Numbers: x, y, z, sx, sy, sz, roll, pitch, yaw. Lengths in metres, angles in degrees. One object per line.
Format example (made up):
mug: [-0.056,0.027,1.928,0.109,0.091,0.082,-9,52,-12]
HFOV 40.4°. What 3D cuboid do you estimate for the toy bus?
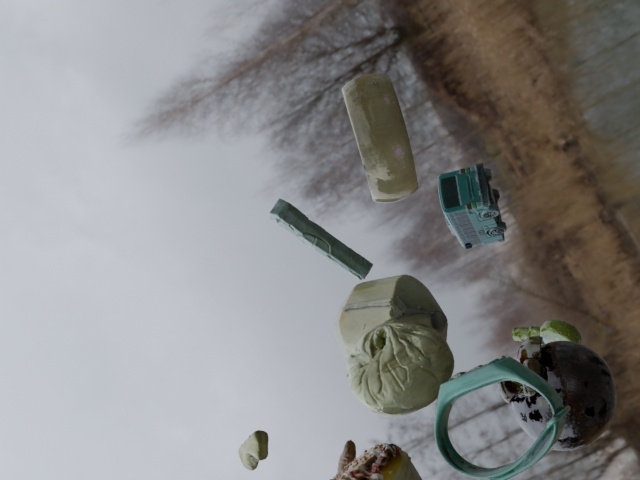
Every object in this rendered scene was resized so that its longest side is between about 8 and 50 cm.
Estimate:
toy bus: [0.388,-0.081,2.224,0.256,0.147,0.128,48,-147,-61]

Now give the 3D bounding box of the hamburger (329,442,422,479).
hamburger: [0.067,0.526,1.728,0.151,0.295,0.227,45,162,-3]

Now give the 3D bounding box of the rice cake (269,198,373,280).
rice cake: [0.000,0.000,2.452,0.336,0.063,0.066,34,-116,-13]

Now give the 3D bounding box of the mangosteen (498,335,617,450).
mangosteen: [0.470,0.303,1.773,0.265,0.228,0.228,26,-157,-12]

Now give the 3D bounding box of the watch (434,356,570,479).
watch: [0.302,0.303,1.478,0.068,0.237,0.195,-3,-114,-61]

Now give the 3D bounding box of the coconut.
coconut: [0.207,0.250,2.397,0.323,0.323,0.323,54,-165,-21]

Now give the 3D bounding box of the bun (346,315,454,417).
bun: [0.156,0.255,1.813,0.145,0.229,0.229,57,-166,-26]

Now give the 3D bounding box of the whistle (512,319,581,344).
whistle: [0.577,0.239,2.224,0.104,0.057,0.198,45,154,-26]

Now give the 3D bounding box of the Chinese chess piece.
Chinese chess piece: [0.123,-0.209,1.784,0.273,0.102,0.273,-16,-90,-86]

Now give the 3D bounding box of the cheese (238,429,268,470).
cheese: [-0.093,0.302,1.245,0.030,0.083,0.044,4,-123,-23]

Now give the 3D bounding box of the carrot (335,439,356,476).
carrot: [0.060,0.565,2.075,0.061,0.061,0.210,-79,-5,-70]
